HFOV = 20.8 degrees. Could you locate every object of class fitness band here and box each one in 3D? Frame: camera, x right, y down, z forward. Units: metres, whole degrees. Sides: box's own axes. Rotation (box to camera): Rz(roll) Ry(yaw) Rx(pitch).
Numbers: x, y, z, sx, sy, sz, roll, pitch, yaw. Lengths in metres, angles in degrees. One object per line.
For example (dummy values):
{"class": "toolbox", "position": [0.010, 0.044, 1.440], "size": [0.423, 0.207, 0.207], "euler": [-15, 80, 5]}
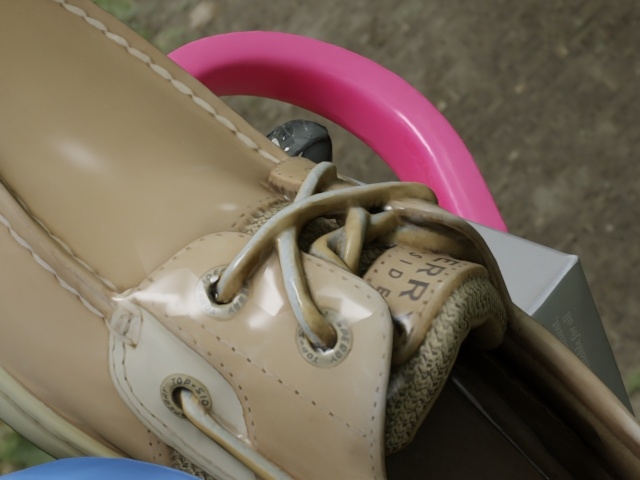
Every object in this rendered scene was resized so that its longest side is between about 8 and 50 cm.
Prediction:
{"class": "fitness band", "position": [0.000, 0.000, 0.924], "size": [0.054, 0.209, 0.291], "euler": [111, 148, -45]}

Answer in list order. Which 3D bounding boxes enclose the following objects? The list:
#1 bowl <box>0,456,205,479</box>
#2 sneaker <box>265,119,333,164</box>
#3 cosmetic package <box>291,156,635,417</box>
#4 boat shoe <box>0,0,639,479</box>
{"class": "bowl", "position": [-0.029, 0.245, 0.400], "size": [0.077, 0.391, 0.391], "euler": [-18, 4, -35]}
{"class": "sneaker", "position": [-0.013, 0.060, 1.013], "size": [0.100, 0.108, 0.272], "euler": [-112, 26, -68]}
{"class": "cosmetic package", "position": [-0.004, 0.044, 0.678], "size": [0.238, 0.127, 0.107], "euler": [20, 59, 36]}
{"class": "boat shoe", "position": [0.007, 0.028, 0.484], "size": [0.110, 0.341, 0.122], "euler": [-46, 4, 46]}
